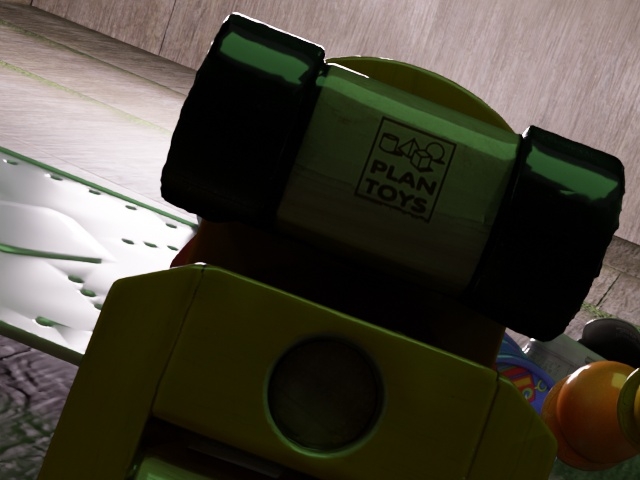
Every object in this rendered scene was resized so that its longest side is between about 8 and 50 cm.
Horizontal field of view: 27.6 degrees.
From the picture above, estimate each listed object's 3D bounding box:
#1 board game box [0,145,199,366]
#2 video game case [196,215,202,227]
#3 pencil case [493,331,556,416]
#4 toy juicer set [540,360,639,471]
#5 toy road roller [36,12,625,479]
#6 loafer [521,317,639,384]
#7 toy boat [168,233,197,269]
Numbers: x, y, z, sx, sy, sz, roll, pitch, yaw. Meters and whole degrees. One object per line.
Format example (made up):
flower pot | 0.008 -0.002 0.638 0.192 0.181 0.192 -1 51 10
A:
board game box | -0.242 0.011 1.039 0.390 0.050 0.390 22 14 4
video game case | 0.000 0.000 1.139 0.206 0.026 0.227 3 13 -9
pencil case | 0.107 0.109 1.063 0.133 0.119 0.306 61 1 -14
toy juicer set | 0.197 0.174 0.664 0.090 0.209 0.329 8 13 -15
toy road roller | 0.000 0.068 0.654 0.203 0.329 0.240 20 -9 -1
loafer | 0.291 0.133 1.271 0.112 0.111 0.319 28 14 36
toy boat | -0.001 0.068 0.832 0.151 0.151 0.231 24 22 -54
